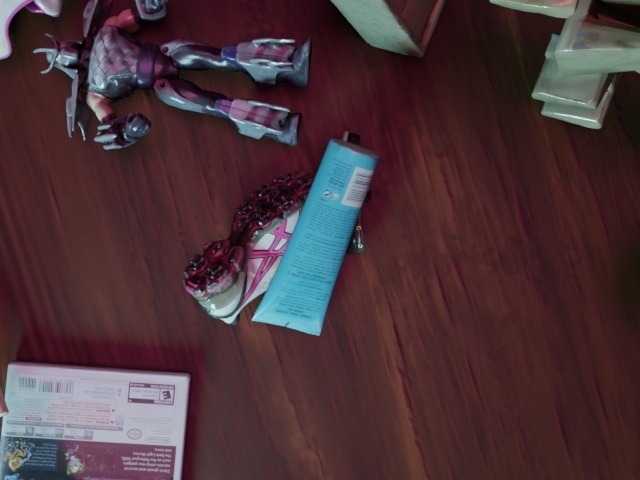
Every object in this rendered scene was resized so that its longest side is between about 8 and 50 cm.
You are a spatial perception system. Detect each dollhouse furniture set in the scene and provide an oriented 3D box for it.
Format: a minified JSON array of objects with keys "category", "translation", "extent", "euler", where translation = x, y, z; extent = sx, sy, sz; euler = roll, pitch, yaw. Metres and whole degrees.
[{"category":"dollhouse furniture set","translation":[0.235,-0.287,0.729],"extent":[0.394,0.362,0.256],"euler":[20,89,26]}]

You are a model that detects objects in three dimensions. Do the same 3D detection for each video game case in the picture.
[{"category":"video game case","translation":[-0.240,0.221,0.836],"extent":[0.191,0.022,0.173],"euler":[5,88,-5]}]

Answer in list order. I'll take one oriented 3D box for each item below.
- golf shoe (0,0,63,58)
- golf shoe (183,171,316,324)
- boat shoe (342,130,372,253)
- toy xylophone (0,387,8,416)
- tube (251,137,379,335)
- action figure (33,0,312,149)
[{"category":"golf shoe","translation":[-0.293,-0.319,0.815],"extent":[0.306,0.115,0.140],"euler":[-49,117,-7]},{"category":"golf shoe","translation":[-0.062,0.005,0.841],"extent":[0.186,0.067,0.086],"euler":[-47,133,-14]},{"category":"boat shoe","translation":[0.034,-0.051,0.849],"extent":[0.042,0.049,0.133],"euler":[3,96,0]},{"category":"toy xylophone","translation":[-0.448,0.130,0.766],"extent":[0.236,0.081,0.322],"euler":[-9,75,-36]},{"category":"tube","translation":[0.000,0.000,0.811],"extent":[0.080,0.052,0.207],"euler":[16,104,-19]},{"category":"action figure","translation":[-0.155,-0.177,0.815],"extent":[0.285,0.099,0.185],"euler":[9,93,-1]}]
